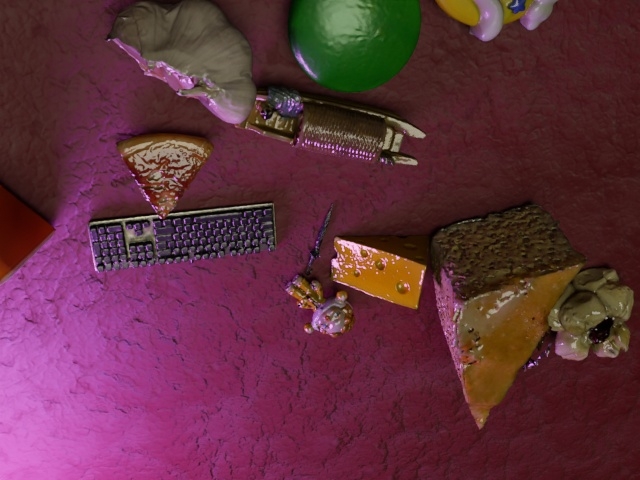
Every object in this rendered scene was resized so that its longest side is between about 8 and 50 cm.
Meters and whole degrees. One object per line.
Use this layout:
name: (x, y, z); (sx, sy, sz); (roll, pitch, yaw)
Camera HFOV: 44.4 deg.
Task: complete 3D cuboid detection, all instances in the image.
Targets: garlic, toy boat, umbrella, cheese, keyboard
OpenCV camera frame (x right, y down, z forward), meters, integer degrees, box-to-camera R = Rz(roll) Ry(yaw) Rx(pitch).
garlic: (-0.179, -0.272, 1.125); (0.229, 0.178, 0.143); (38, 91, -12)
toy boat: (0.018, -0.179, 1.248); (0.310, 0.115, 0.089); (11, 116, -17)
umbrella: (-0.003, 0.001, 1.402); (0.022, 0.022, 0.149); (-20, 134, -52)
cheese: (0.106, 0.044, 1.425); (0.171, 0.126, 0.093); (8, 117, 6)
keyboard: (-0.231, -0.002, 1.346); (0.316, 0.027, 0.106); (-7, 120, -9)

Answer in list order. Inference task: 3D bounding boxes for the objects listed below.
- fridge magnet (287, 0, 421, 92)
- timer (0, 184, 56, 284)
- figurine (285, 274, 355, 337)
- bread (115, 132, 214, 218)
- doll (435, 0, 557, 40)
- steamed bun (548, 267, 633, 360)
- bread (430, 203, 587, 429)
fridge magnet: (0.051, -0.327, 1.188); (0.208, 0.088, 0.208); (-6, 121, -10)
timer: (-0.556, 0.052, 1.174); (0.257, 0.250, 0.161); (-33, 120, 7)
figurine: (-0.002, 0.124, 1.449); (0.143, 0.068, 0.101); (17, 111, -7)
bread: (-0.265, -0.123, 1.254); (0.136, 0.054, 0.154); (27, 105, -26)
doll: (0.271, -0.420, 1.167); (0.237, 0.111, 0.252); (-3, 131, -14)
steamed bun: (0.533, 0.158, 1.558); (0.192, 0.106, 0.178); (-13, 119, -3)
bread: (0.344, 0.128, 1.423); (0.279, 0.248, 0.315); (-23, 125, 3)
